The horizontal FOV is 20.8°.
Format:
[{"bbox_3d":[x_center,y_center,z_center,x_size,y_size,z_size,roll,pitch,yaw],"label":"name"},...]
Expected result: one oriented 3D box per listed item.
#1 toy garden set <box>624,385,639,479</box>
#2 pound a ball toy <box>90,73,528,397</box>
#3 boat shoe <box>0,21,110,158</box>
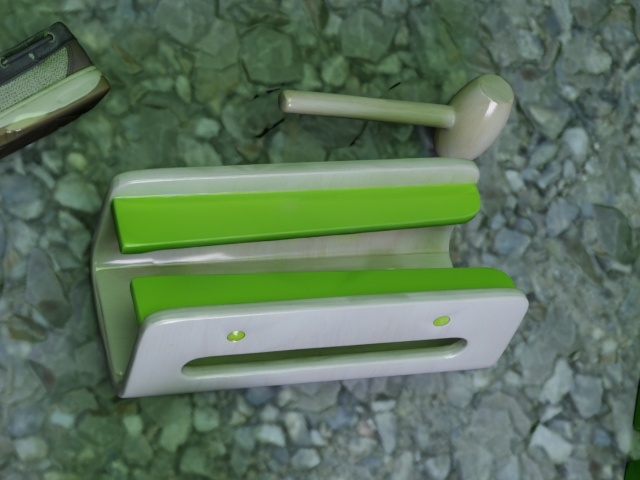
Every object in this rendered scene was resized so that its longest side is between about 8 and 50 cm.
[{"bbox_3d":[0.285,0.211,1.238,0.049,0.204,0.244,17,75,-19],"label":"toy garden set"},{"bbox_3d":[0.000,0.000,1.232,0.319,0.135,0.208,-3,55,-21],"label":"pound a ball toy"},{"bbox_3d":[-0.250,-0.083,1.169,0.224,0.080,0.073,-27,84,-28],"label":"boat shoe"}]
